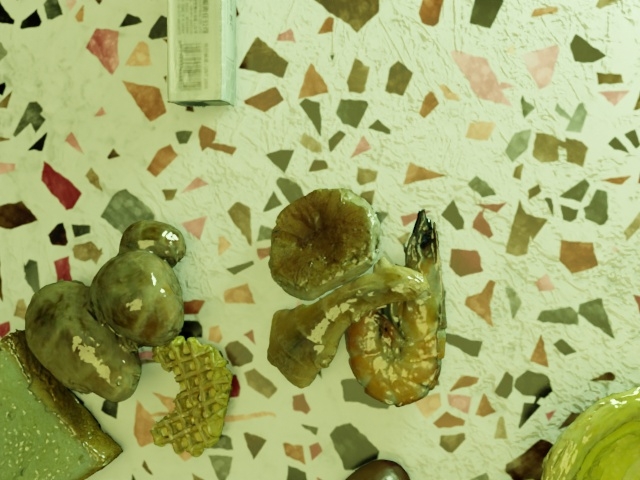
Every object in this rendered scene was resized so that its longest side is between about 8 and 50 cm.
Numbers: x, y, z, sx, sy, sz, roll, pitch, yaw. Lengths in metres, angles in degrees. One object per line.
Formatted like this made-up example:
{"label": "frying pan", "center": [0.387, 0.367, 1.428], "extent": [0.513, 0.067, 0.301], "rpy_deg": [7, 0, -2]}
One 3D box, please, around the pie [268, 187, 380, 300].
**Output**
{"label": "pie", "center": [0.000, 0.000, 1.500], "extent": [0.195, 0.046, 0.195], "rpy_deg": [-12, 61, 23]}

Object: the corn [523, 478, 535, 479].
{"label": "corn", "center": [0.256, 0.511, 1.466], "extent": [0.119, 0.119, 0.322], "rpy_deg": [28, 89, 7]}

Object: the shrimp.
{"label": "shrimp", "center": [0.122, 0.105, 1.511], "extent": [0.164, 0.062, 0.317], "rpy_deg": [6, 92, 12]}

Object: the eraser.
{"label": "eraser", "center": [-0.192, -0.419, 1.535], "extent": [0.098, 0.096, 0.404], "rpy_deg": [0, 89, 9]}

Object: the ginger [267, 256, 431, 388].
{"label": "ginger", "center": [0.035, 0.126, 1.484], "extent": [0.294, 0.086, 0.131], "rpy_deg": [-29, 60, 19]}

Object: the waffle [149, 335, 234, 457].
{"label": "waffle", "center": [-0.218, 0.253, 1.562], "extent": [0.149, 0.051, 0.194], "rpy_deg": [15, 97, 16]}

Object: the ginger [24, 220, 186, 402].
{"label": "ginger", "center": [-0.321, 0.111, 1.521], "extent": [0.304, 0.155, 0.244], "rpy_deg": [-39, 54, 1]}

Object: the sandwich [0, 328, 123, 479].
{"label": "sandwich", "center": [-0.507, 0.321, 1.580], "extent": [0.249, 0.095, 0.273], "rpy_deg": [-39, 86, 10]}

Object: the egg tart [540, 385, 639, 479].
{"label": "egg tart", "center": [0.458, 0.362, 1.403], "extent": [0.345, 0.132, 0.345], "rpy_deg": [-1, 95, -15]}

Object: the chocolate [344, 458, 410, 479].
{"label": "chocolate", "center": [0.086, 0.410, 1.503], "extent": [0.124, 0.127, 0.133], "rpy_deg": [18, 79, -23]}
